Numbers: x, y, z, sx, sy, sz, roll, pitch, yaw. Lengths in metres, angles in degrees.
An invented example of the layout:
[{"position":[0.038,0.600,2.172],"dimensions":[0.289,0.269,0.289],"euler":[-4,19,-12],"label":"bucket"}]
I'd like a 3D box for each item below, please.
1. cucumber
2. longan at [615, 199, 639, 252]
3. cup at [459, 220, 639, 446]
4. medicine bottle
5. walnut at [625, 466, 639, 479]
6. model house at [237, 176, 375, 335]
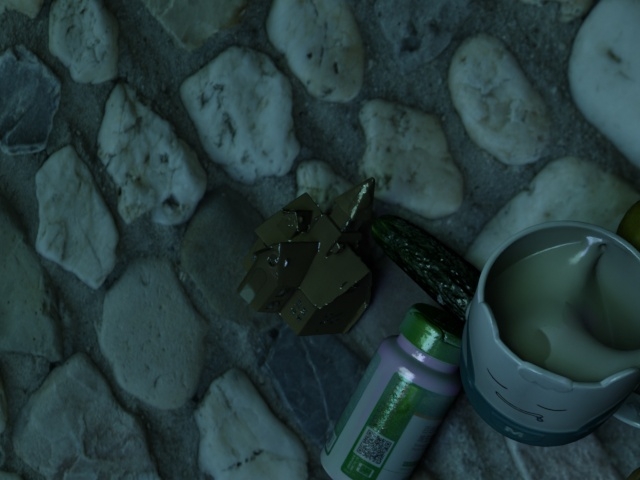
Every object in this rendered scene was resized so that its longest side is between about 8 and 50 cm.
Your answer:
[{"position":[0.163,0.036,1.482],"dimensions":[0.241,0.074,0.074],"euler":[43,110,33],"label":"cucumber"},{"position":[0.443,0.018,1.263],"dimensions":[0.145,0.176,0.154],"euler":[-22,41,-10],"label":"longan"},{"position":[0.314,0.139,1.254],"dimensions":[0.290,0.257,0.219],"euler":[23,60,12],"label":"cup"},{"position":[0.114,0.228,1.464],"dimensions":[0.133,0.133,0.274],"euler":[35,107,31],"label":"medicine bottle"},{"position":[0.439,0.359,1.192],"dimensions":[0.228,0.228,0.228],"euler":[-3,85,34],"label":"walnut"},{"position":[0.000,0.000,1.522],"dimensions":[0.181,0.176,0.248],"euler":[49,120,29],"label":"model house"}]
